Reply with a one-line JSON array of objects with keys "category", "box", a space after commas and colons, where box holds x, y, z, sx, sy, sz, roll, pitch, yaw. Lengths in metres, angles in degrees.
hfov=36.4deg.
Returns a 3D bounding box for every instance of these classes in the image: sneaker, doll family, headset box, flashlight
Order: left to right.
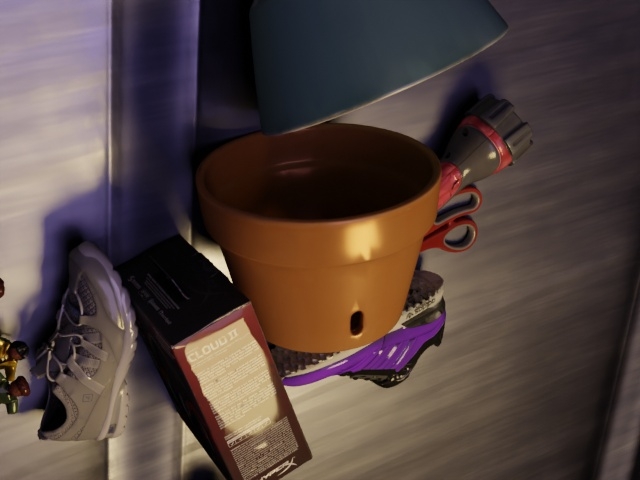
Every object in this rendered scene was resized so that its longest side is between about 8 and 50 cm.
[{"category": "doll family", "box": [-0.403, 0.121, 1.146, 0.111, 0.076, 0.193, -18, 127, 0]}, {"category": "sneaker", "box": [-0.296, 0.138, 1.193, 0.115, 0.105, 0.281, -11, 118, -33]}, {"category": "headset box", "box": [-0.142, 0.145, 1.223, 0.110, 0.218, 0.293, -30, 125, -17]}, {"category": "sneaker", "box": [0.068, 0.167, 1.429, 0.293, 0.102, 0.146, -24, 123, -19]}, {"category": "flashlight", "box": [0.161, -0.073, 1.370, 0.304, 0.103, 0.103, -41, 127, -8]}]

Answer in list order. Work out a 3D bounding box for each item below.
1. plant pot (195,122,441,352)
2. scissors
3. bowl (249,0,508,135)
[{"category": "plant pot", "box": [0.000, 0.000, 1.197, 0.291, 0.291, 0.203, -16, 122, -24]}, {"category": "scissors", "box": [0.116, 0.005, 1.436, 0.297, 0.021, 0.109, -21, 123, -20]}, {"category": "bowl", "box": [0.042, -0.257, 1.125, 0.311, 0.311, 0.163, -28, 103, -17]}]
